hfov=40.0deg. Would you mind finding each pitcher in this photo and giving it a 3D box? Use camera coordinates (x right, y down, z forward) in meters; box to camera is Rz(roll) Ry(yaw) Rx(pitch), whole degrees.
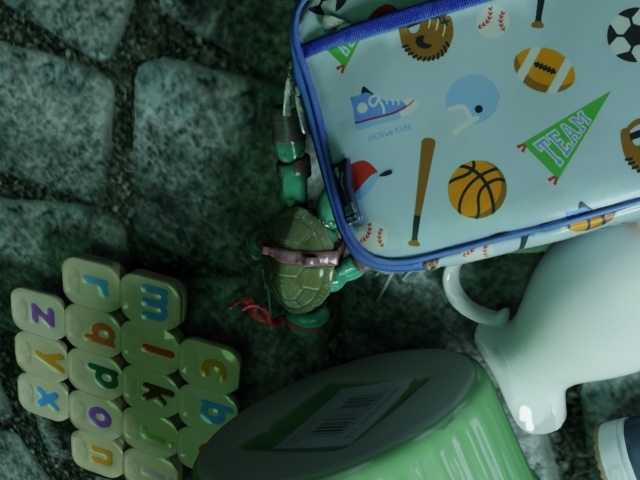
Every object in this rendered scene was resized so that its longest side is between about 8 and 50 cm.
[{"bbox_3d":[0.204,0.041,0.729,0.177,0.125,0.207,50,134,12],"label":"pitcher"}]

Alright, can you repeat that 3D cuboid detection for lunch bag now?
[{"bbox_3d":[0.125,-0.113,0.630,0.304,0.115,0.243,-14,87,12],"label":"lunch bag"}]

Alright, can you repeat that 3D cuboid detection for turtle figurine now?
[{"bbox_3d":[0.000,0.000,0.791,0.175,0.118,0.234,11,112,17],"label":"turtle figurine"}]

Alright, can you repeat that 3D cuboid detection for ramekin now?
[{"bbox_3d":[0.036,0.213,0.770,0.303,0.303,0.148,-15,99,27],"label":"ramekin"}]

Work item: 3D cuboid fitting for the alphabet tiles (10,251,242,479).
[{"bbox_3d":[-0.214,0.152,0.965,0.278,0.021,0.284,14,117,16],"label":"alphabet tiles"}]

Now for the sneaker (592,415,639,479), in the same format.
[{"bbox_3d":[0.371,0.265,0.769,0.153,0.099,0.282,-26,99,31],"label":"sneaker"}]

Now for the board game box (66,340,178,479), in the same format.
[{"bbox_3d":[-0.226,0.204,1.022,0.126,0.026,0.186,9,116,18],"label":"board game box"}]
